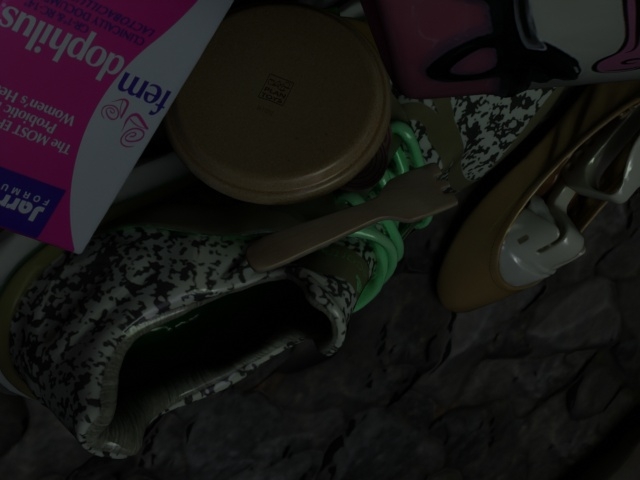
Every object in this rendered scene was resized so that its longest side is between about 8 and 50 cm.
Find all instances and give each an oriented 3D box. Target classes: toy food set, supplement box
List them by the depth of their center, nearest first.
[{"bbox_3d":[-0.127,-0.121,0.702,0.111,0.114,0.220,21,109,-39],"label":"supplement box"},{"bbox_3d":[-0.019,-0.074,0.767,0.132,0.192,0.038,-21,159,-8],"label":"toy food set"}]

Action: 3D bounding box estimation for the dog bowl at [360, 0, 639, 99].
[{"bbox_3d":[0.046,-0.237,0.562,0.150,0.408,0.408,-19,130,3],"label":"dog bowl"}]

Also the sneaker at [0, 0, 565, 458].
[{"bbox_3d":[0.000,0.000,0.810,0.410,0.182,0.158,-33,131,-9],"label":"sneaker"}]

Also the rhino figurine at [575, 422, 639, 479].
[{"bbox_3d":[0.278,0.192,1.177,0.243,0.073,0.106,-45,135,0],"label":"rhino figurine"}]

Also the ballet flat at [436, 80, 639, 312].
[{"bbox_3d":[0.167,-0.032,0.962,0.080,0.073,0.232,29,102,-40],"label":"ballet flat"}]
